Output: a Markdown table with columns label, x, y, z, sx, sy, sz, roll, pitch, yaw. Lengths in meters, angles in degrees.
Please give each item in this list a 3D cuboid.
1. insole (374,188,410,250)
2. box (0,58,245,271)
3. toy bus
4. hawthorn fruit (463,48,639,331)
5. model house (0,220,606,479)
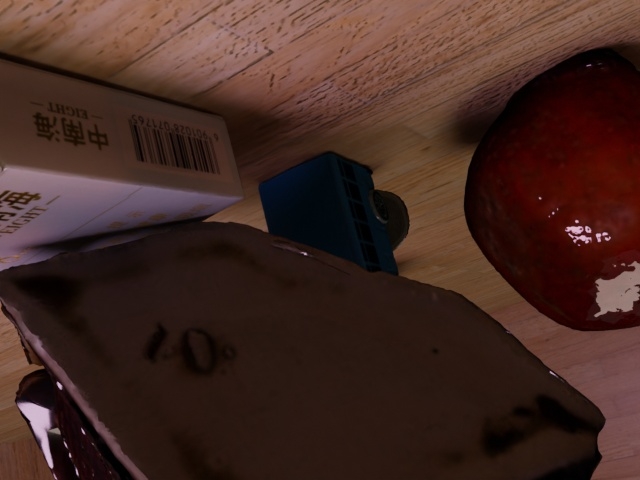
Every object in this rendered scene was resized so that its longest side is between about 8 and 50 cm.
| label | x | y | z | sx | sy | sz | roll | pitch | yaw |
| --- | --- | --- | --- | --- | --- | --- | --- | --- | --- |
| insole | 0.000 | 0.000 | 0.732 | 0.003 | 0.080 | 0.232 | 7 | 161 | -44 |
| box | -0.182 | -0.034 | 0.416 | 0.155 | 0.067 | 0.242 | -27 | 163 | 32 |
| toy bus | 0.016 | 0.027 | 0.625 | 0.090 | 0.185 | 0.106 | -22 | 162 | 23 |
| hawthorn fruit | 0.238 | -0.023 | 0.592 | 0.215 | 0.250 | 0.215 | -33 | 155 | -17 |
| model house | -0.034 | 0.154 | 0.518 | 0.317 | 0.297 | 0.283 | -16 | 144 | -23 |
